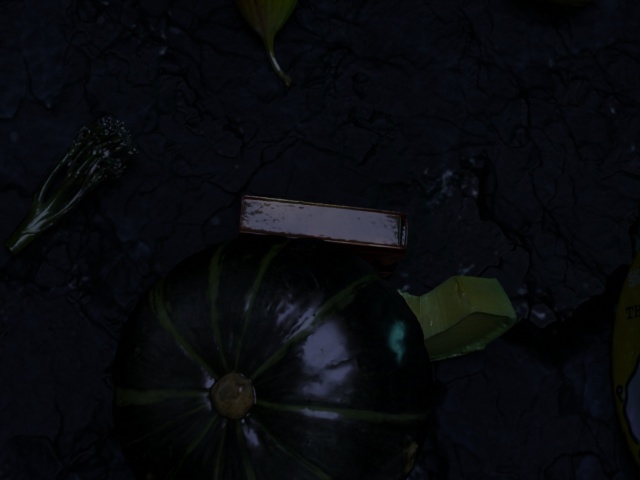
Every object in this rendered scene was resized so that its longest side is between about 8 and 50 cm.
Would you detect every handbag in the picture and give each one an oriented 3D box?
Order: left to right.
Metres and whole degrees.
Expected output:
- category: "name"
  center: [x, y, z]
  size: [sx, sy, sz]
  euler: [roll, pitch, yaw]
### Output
- category: "handbag"
  center: [0.000, 0.000, 1.169]
  size: [0.190, 0.127, 0.063]
  euler: [6, 70, -4]

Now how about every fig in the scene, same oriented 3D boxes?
- category: "fig"
  center: [-0.067, -0.288, 1.295]
  size: [0.093, 0.093, 0.166]
  euler: [0, 70, -7]

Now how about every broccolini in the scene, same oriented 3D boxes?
- category: "broccolini"
  center: [-0.296, -0.061, 1.209]
  size: [0.091, 0.068, 0.202]
  euler: [38, 84, 22]

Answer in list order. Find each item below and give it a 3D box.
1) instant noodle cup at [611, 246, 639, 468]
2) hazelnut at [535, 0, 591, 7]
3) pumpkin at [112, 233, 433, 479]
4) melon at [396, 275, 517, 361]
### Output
- category: "instant noodle cup"
  center: [0.503, 0.128, 1.094]
  size: [0.254, 0.325, 0.325]
  euler: [7, 68, -15]
- category: "hazelnut"
  center: [0.316, -0.382, 1.363]
  size: [0.150, 0.150, 0.150]
  euler: [2, 68, -6]
- category: "pumpkin"
  center: [-0.047, 0.149, 1.014]
  size: [0.323, 0.241, 0.323]
  euler: [1, 92, 21]
- category: "melon"
  center: [0.103, 0.086, 1.156]
  size: [0.209, 0.118, 0.064]
  euler: [6, 54, -17]
